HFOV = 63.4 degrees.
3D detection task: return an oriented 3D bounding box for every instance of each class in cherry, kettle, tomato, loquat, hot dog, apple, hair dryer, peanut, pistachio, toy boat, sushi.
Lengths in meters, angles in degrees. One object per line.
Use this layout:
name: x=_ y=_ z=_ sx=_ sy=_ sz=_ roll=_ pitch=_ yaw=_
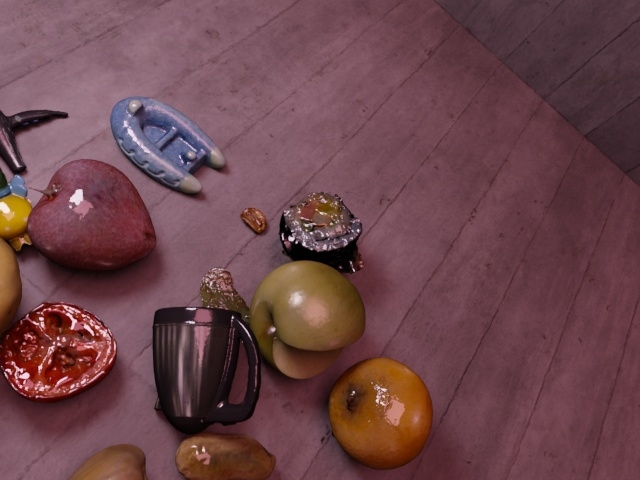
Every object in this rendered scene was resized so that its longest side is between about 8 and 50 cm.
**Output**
cherry: x=-0.531 y=-0.050 z=1.220 sx=0.307 sy=0.221 sz=0.261 roll=32 pitch=59 yaw=-29
kettle: x=-0.266 y=0.300 z=1.187 sx=0.251 sy=0.207 sz=0.271 roll=4 pitch=73 yaw=-9
tomato: x=-0.569 y=0.249 z=1.132 sx=0.228 sy=0.101 sz=0.228 roll=14 pitch=53 yaw=-19
loquat: x=0.148 y=0.422 z=1.276 sx=0.263 sy=0.263 sz=0.263 roll=10 pitch=62 yaw=-20
hot dog: x=-0.190 y=-0.060 z=1.489 sx=0.083 sy=0.035 sz=0.058 roll=43 pitch=60 yaw=0
apple: x=-0.031 y=0.194 z=1.293 sx=0.254 sy=0.292 sz=0.292 roll=-13 pitch=72 yaw=-39
hair dryer: x=-0.748 y=-0.289 z=1.337 sx=0.219 sy=0.075 sz=0.195 roll=-33 pitch=92 yaw=-40
peanut: x=-0.212 y=0.500 z=1.171 sx=0.236 sy=0.110 sz=0.120 roll=19 pitch=48 yaw=-25
pistachio: x=-0.445 y=0.541 z=1.010 sx=0.182 sy=0.162 sz=0.293 roll=28 pitch=60 yaw=10
toy boat: x=-0.425 y=-0.282 z=1.438 sx=0.330 sy=0.123 sz=0.215 roll=40 pitch=58 yaw=-4
sushi: x=0.000 y=0.003 z=1.451 sx=0.225 sy=0.218 sz=0.238 roll=-8 pitch=63 yaw=-3

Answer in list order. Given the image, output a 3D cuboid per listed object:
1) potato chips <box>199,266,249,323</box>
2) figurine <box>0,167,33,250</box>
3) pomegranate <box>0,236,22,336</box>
potato chips: x=-0.248 y=0.173 z=1.358 sx=0.142 sy=0.026 sz=0.209 roll=11 pitch=62 yaw=-22
figurine: x=-0.761 y=-0.085 z=1.200 sx=0.127 sy=0.185 sz=0.234 roll=-59 pitch=135 yaw=-44
pomegranate: x=-0.762 y=0.084 z=0.997 sx=0.333 sy=0.332 sz=0.332 roll=10 pitch=62 yaw=-20
